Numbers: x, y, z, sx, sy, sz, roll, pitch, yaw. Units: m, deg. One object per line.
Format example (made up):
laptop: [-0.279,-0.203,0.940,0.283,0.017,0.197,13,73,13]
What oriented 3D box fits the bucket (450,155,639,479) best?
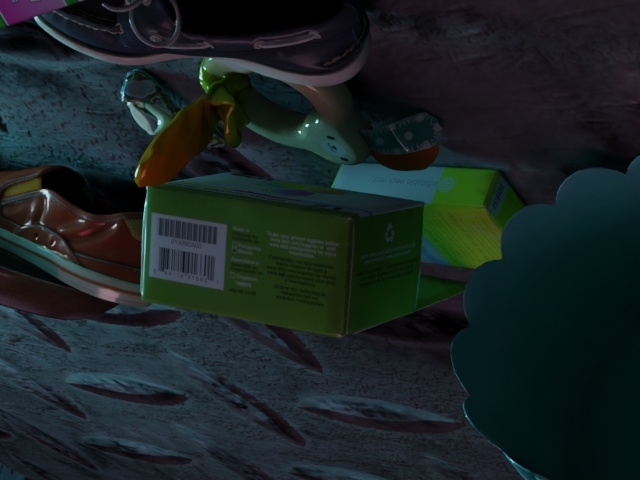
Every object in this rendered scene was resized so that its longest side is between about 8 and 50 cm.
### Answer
bucket: [0.258,0.092,1.188,0.281,0.281,0.183,5,156,38]

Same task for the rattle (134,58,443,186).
rattle: [-0.017,-0.067,1.257,0.200,0.142,0.130,34,139,-10]

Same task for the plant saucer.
plant saucer: [-0.349,0.015,1.710,0.311,0.050,0.310,22,-176,-2]

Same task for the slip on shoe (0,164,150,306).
slip on shoe: [-0.283,-0.033,1.662,0.331,0.101,0.123,23,-172,34]

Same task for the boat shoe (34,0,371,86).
boat shoe: [-0.091,-0.167,1.144,0.255,0.095,0.079,16,159,15]

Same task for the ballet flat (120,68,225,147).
ballet flat: [-0.132,-0.102,1.411,0.041,0.041,0.114,-3,147,48]

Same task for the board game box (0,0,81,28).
board game box: [-0.185,-0.260,0.980,0.316,0.064,0.242,-6,128,51]

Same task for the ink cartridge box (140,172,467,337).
ink cartridge box: [0.000,0.000,1.337,0.189,0.097,0.255,9,-168,28]

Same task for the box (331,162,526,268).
box: [0.091,-0.019,1.376,0.178,0.042,0.109,6,153,37]
